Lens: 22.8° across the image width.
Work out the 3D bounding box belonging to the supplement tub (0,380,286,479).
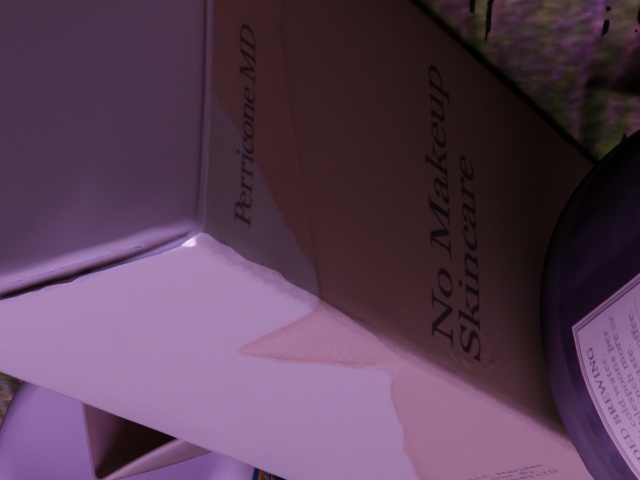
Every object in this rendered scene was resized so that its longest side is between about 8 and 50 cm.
[{"bbox_3d":[-0.089,0.142,0.919,0.144,0.144,0.200,-4,157,10],"label":"supplement tub"}]

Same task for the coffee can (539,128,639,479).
[{"bbox_3d":[0.214,-0.008,0.486,0.201,0.201,0.275,6,156,-15],"label":"coffee can"}]

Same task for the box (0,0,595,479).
[{"bbox_3d":[0.000,0.000,0.582,0.121,0.148,0.311,-14,155,29],"label":"box"}]

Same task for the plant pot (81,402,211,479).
[{"bbox_3d":[-0.051,0.049,0.759,0.096,0.109,0.109,-1,161,-32],"label":"plant pot"}]
